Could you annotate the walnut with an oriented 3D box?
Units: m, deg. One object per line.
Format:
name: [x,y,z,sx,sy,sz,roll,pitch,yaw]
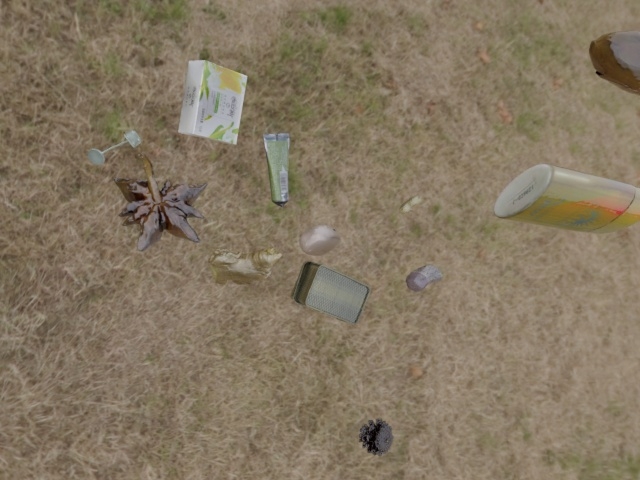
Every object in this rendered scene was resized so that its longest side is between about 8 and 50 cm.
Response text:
walnut: [0.784,-0.438,1.198,0.245,0.137,0.137,23,55,7]

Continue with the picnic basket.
picnic basket: [0.039,0.195,1.792,0.266,0.139,0.165,25,83,-25]

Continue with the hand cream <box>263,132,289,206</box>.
hand cream: [-0.135,-0.226,1.564,0.086,0.055,0.236,-8,101,-24]

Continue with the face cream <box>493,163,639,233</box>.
face cream: [0.468,-0.068,0.881,0.284,0.139,0.068,6,59,-24]

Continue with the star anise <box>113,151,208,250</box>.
star anise: [-0.499,-0.121,1.496,0.292,0.109,0.350,14,56,-18]

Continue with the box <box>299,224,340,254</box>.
box: [0.000,0.000,1.922,0.088,0.145,0.200,61,20,18]

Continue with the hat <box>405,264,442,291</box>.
hat: [0.242,0.094,1.136,0.042,0.086,0.058,-76,152,-49]

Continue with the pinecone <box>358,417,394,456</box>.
pinecone: [0.211,0.753,1.860,0.140,0.120,0.141,20,65,-51]

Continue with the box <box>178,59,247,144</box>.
box: [-0.390,-0.497,1.756,0.194,0.111,0.261,2,99,-48]

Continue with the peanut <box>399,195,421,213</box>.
peanut: [0.291,-0.116,1.560,0.037,0.083,0.037,52,17,-23]

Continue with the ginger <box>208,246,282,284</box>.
ginger: [-0.203,0.071,1.325,0.213,0.138,0.074,-9,54,3]

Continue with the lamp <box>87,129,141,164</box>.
lamp: [-0.604,-0.262,1.394,0.050,0.198,0.056,59,27,-26]
